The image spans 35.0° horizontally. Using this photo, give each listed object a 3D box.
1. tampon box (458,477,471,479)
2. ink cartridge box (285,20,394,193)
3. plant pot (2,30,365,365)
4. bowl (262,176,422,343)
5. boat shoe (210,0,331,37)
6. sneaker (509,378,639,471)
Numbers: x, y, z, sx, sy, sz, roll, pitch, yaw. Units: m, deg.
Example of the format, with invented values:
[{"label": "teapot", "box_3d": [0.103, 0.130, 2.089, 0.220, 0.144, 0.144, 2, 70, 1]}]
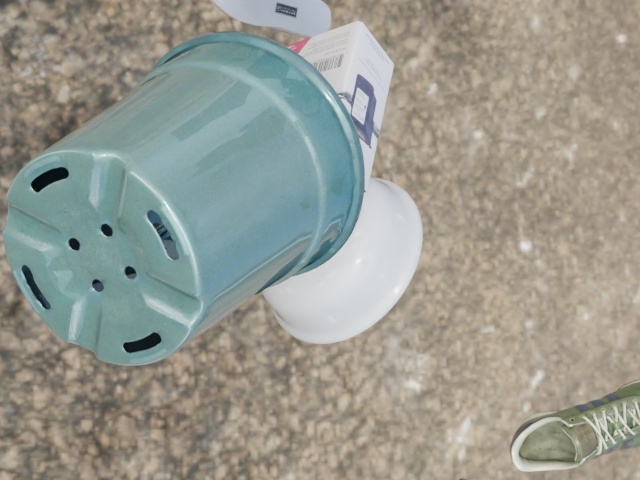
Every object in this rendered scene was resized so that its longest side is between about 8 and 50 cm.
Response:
[{"label": "tampon box", "box_3d": [0.223, 0.461, 1.555, 0.101, 0.161, 0.120, 18, 46, -17]}, {"label": "ink cartridge box", "box_3d": [-0.011, -0.165, 1.392, 0.100, 0.172, 0.237, 45, 45, -39]}, {"label": "plant pot", "box_3d": [-0.168, -0.042, 1.193, 0.334, 0.341, 0.341, -42, 115, -55]}, {"label": "bowl", "box_3d": [0.000, 0.000, 1.579, 0.134, 0.297, 0.298, 39, 53, -43]}, {"label": "boat shoe", "box_3d": [-0.088, -0.352, 1.490, 0.228, 0.076, 0.080, 6, 99, -40]}, {"label": "sneaker", "box_3d": [0.273, 0.189, 0.998, 0.086, 0.192, 0.064, -18, 87, -60]}]
